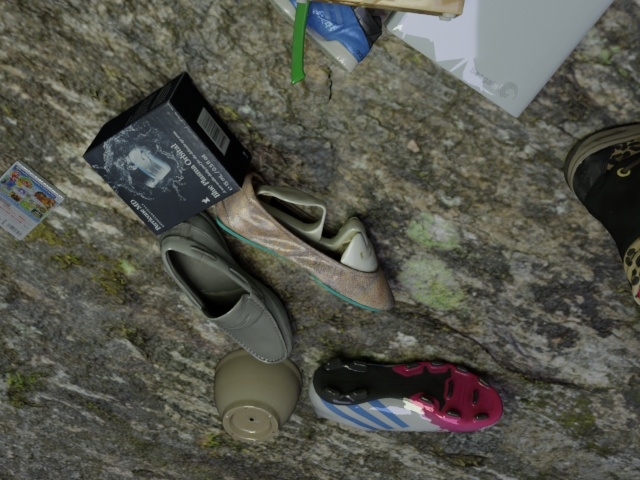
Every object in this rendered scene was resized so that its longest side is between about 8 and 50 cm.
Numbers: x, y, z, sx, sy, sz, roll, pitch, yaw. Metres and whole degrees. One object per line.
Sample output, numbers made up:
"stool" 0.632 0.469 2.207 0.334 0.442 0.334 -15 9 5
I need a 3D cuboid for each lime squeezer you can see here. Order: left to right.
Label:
"lime squeezer" -0.060 -0.342 0.802 0.110 0.059 0.310 -28 99 14

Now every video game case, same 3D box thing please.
"video game case" -0.460 -0.061 1.082 0.122 0.011 0.087 -35 116 26

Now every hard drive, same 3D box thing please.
"hard drive" 0.243 -0.317 0.795 0.203 0.040 0.307 29 114 -16

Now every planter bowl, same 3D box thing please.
"planter bowl" -0.116 0.283 1.243 0.162 0.109 0.162 2 125 3

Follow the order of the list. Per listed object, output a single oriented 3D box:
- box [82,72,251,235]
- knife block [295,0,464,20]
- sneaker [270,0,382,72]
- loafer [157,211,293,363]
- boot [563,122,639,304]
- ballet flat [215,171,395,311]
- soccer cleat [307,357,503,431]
"box" -0.207 -0.115 0.972 0.158 0.093 0.156 -26 120 23
"knife block" 0.094 -0.353 0.708 0.275 0.088 0.242 8 105 4
"sneaker" 0.007 -0.284 0.857 0.152 0.058 0.084 42 94 2
"loafer" -0.147 0.093 1.104 0.112 0.111 0.319 -25 121 21
"boot" 0.507 -0.056 0.835 0.377 0.284 0.138 -9 125 12
"ballet flat" 0.000 0.000 1.035 0.316 0.107 0.106 28 116 -17
"soccer cleat" 0.142 0.277 1.231 0.331 0.116 0.143 8 142 1
